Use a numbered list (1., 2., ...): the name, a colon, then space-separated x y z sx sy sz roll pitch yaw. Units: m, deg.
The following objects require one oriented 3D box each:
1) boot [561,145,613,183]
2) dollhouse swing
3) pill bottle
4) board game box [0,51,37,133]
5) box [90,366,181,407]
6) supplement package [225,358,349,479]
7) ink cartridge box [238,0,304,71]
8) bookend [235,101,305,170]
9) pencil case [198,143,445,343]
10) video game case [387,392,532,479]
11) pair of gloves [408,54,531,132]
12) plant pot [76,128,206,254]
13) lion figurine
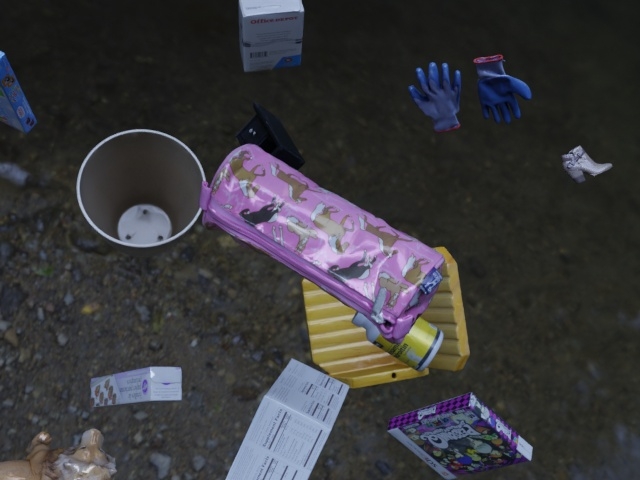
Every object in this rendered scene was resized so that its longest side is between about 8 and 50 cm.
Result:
1. boot: 0.677 -0.202 2.078 0.118 0.042 0.087 -25 90 -7
2. dollhouse swing: 0.146 0.182 1.979 0.315 0.305 0.346 -8 91 -13
3. pill bottle: 0.163 0.193 1.749 0.184 0.103 0.103 32 43 1
4. board game box: -0.602 -0.288 1.437 0.160 0.211 0.039 27 68 9
5. box: -0.370 0.292 1.603 0.067 0.324 0.063 5 75 -33
6. supplement package: -0.062 0.390 1.654 0.145 0.204 0.262 26 11 6
7. ink cartridge box: -0.124 -0.519 2.010 0.148 0.203 0.086 -8 62 -9
8. bookend: -0.130 -0.158 1.582 0.072 0.156 0.157 31 22 -44
9. pencil case: 0.000 0.000 1.263 0.386 0.160 0.167 32 -3 10
10. video game case: 0.296 0.424 1.743 0.210 0.232 0.042 43 43 -22
11. pair of gloves: 0.257 -0.252 1.398 0.198 0.159 0.023 -8 52 20
12. plant pot: -0.382 -0.066 1.767 0.257 0.274 0.256 3 71 -9
13. lion figurine: -0.566 0.423 1.436 0.392 0.240 0.142 -8 96 -21
